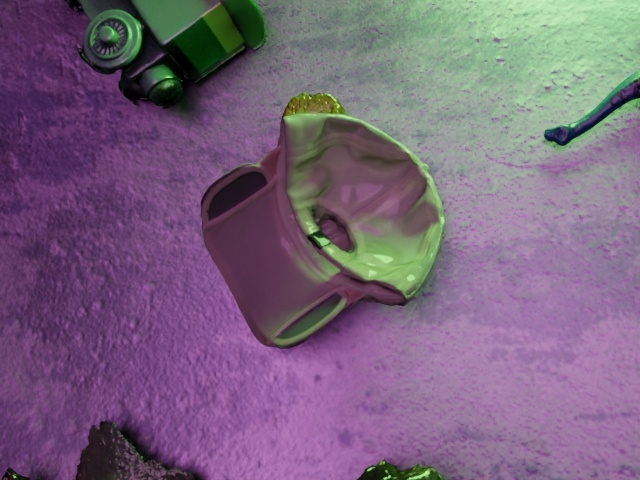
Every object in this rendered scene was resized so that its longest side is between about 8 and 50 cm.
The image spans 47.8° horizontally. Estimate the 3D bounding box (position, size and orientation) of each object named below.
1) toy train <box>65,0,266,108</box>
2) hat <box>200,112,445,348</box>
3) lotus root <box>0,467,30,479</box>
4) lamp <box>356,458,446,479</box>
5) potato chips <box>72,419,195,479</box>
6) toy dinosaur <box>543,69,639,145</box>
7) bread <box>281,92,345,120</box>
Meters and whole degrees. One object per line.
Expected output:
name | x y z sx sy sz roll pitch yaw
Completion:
toy train | -0.213 -0.304 0.852 0.202 0.120 0.301 -34 73 2
hat | 0.000 0.000 0.764 0.226 0.164 0.220 -41 73 43
lotus root | -0.333 0.339 0.759 0.108 0.094 0.191 6 69 -10
lamp | 0.101 0.326 0.616 0.177 0.177 0.274 -38 73 3
potato chips | -0.186 0.308 0.747 0.228 0.059 0.167 30 76 17
toy dinosaur | 0.393 -0.166 0.709 0.328 0.076 0.145 2 85 16
bread | -0.008 -0.127 0.805 0.081 0.046 0.083 -35 71 -2
